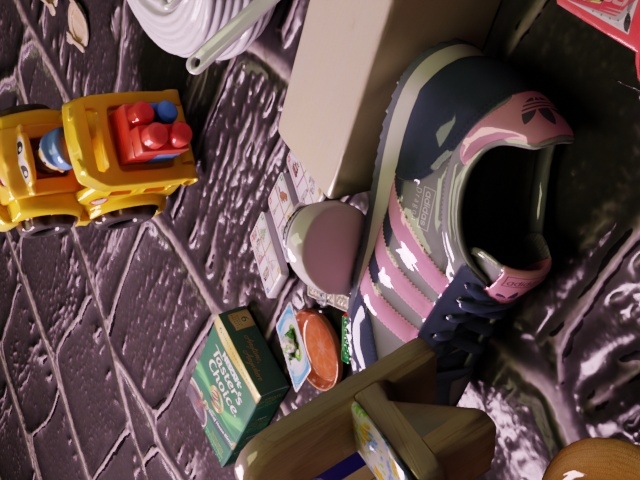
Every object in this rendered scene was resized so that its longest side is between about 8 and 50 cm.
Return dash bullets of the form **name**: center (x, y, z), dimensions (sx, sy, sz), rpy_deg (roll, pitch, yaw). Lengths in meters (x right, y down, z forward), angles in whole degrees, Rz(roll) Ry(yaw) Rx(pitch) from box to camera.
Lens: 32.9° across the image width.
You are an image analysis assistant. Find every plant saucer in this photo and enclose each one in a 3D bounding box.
- **plant saucer**: center (-0.001, 0.106, 1.069), dimensions (0.083, 0.013, 0.084), rpy_deg (32, 130, 49)

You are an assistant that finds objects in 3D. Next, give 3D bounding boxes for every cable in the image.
- **cable**: center (-0.123, -0.295, 1.018), dimensions (0.257, 0.089, 0.257), rpy_deg (62, 148, 21)

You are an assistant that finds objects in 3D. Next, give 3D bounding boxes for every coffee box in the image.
- **coffee box**: center (-0.099, 0.168, 1.233), dimensions (0.113, 0.040, 0.184), rpy_deg (61, 147, 24)

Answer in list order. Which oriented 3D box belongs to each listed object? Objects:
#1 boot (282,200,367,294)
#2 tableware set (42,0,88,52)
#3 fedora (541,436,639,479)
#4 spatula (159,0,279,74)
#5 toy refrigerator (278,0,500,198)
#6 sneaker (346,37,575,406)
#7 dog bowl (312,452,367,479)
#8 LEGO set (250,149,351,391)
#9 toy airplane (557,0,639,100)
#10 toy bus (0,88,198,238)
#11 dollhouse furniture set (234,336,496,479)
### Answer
- **boot**: center (0.000, 0.000, 0.838), dimensions (0.086, 0.190, 0.069), rpy_deg (23, 90, 27)
- **tableware set**: center (-0.335, -0.342, 1.425), dimensions (0.141, 0.020, 0.169), rpy_deg (53, 144, 34)
- **fedora**: center (0.222, 0.200, 0.670), dimensions (0.194, 0.079, 0.194), rpy_deg (29, 127, 47)
- **spatula**: center (-0.050, -0.253, 0.856), dimensions (0.242, 0.019, 0.168), rpy_deg (-37, 74, 20)
- **toy refrigerator**: center (0.054, -0.165, 0.767), dimensions (0.094, 0.102, 0.270), rpy_deg (53, 144, 33)
- **sneaker**: center (0.098, 0.029, 0.771), dimensions (0.131, 0.112, 0.319), rpy_deg (42, 138, 48)
- **dog bowl**: center (0.033, 0.324, 1.018), dimensions (0.265, 0.104, 0.265), rpy_deg (33, 130, 49)
- **LEGO set**: center (0.006, 0.045, 1.014), dimensions (0.182, 0.060, 0.244), rpy_deg (119, 141, -49)
- **toy airplane**: center (0.197, -0.148, 0.607), dimensions (0.151, 0.028, 0.151), rpy_deg (30, 128, 49)
- **toy bus**: center (-0.244, -0.098, 1.194), dimensions (0.211, 0.220, 0.150), rpy_deg (-20, 81, 54)
- **dollhouse furniture set**: center (0.068, 0.343, 0.695), dimensions (0.362, 0.256, 0.394), rpy_deg (50, 162, 33)
